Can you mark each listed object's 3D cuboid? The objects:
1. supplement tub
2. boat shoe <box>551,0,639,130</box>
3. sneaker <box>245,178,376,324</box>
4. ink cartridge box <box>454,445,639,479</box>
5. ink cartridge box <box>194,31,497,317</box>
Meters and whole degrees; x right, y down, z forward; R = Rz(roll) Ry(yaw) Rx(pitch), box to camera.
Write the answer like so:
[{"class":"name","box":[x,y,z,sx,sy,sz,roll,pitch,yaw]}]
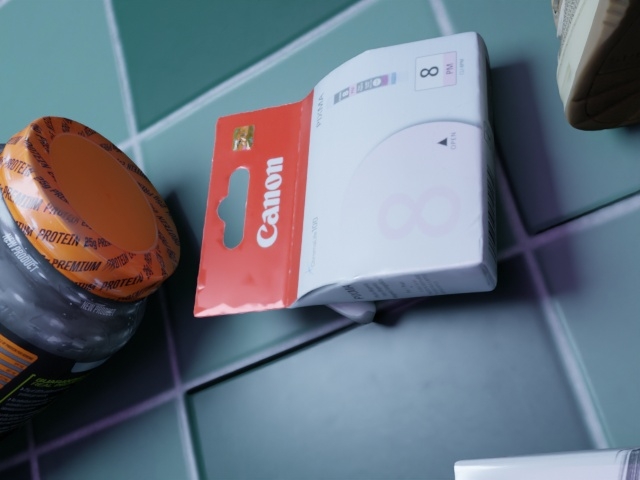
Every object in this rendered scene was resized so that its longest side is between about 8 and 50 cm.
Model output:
[{"class":"supplement tub","box":[-0.295,0.060,0.754,0.338,0.207,0.207,-37,62,18]},{"class":"boat shoe","box":[0.188,-0.191,0.468,0.121,0.341,0.110,-7,65,-8]},{"class":"sneaker","box":[0.000,0.000,0.684,0.061,0.053,0.152,-45,60,11]},{"class":"ink cartridge box","box":[0.191,0.154,0.475,0.203,0.148,0.086,-10,73,28]},{"class":"ink cartridge box","box":[0.010,-0.045,0.646,0.232,0.066,0.189,-5,63,16]}]
